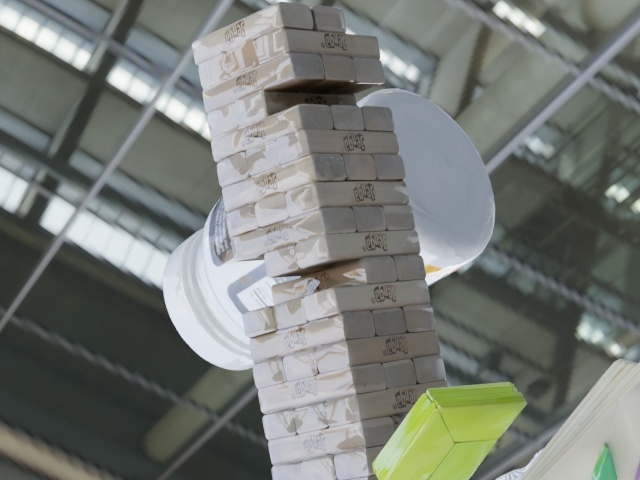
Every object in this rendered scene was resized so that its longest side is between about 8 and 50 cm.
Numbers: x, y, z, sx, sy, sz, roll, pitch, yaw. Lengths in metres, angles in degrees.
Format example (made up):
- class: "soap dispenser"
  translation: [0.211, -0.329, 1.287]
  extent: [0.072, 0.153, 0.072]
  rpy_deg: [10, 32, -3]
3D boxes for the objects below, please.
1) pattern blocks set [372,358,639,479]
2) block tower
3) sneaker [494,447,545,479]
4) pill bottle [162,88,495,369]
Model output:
- class: "pattern blocks set"
  translation: [0.149, 0.147, 0.811]
  extent: [0.285, 0.325, 0.026]
  rpy_deg: [20, -161, -28]
- class: "block tower"
  translation: [0.006, 0.019, 1.062]
  extent: [0.091, 0.097, 0.335]
  rpy_deg: [-3, -100, -45]
- class: "sneaker"
  translation: [0.152, 0.169, 1.114]
  extent: [0.031, 0.083, 0.035]
  rpy_deg: [21, -135, -31]
- class: "pill bottle"
  translation: [0.000, 0.000, 1.394]
  extent: [0.162, 0.278, 0.162]
  rpy_deg: [26, -131, -34]
